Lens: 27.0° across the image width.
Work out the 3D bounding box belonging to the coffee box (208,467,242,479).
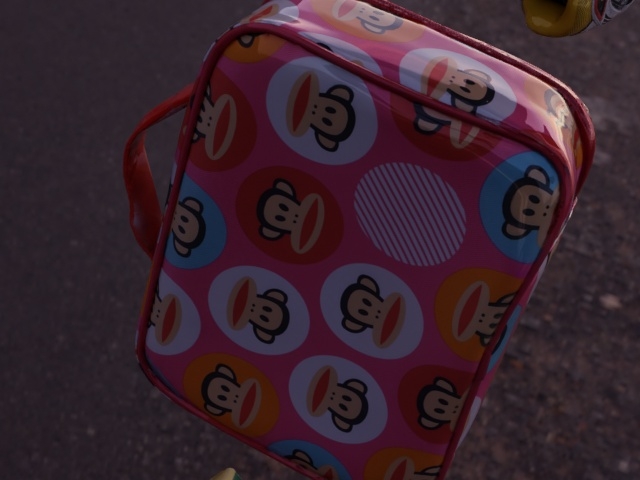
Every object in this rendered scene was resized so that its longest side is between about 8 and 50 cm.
[{"bbox_3d":[-0.061,0.114,0.274,0.040,0.113,0.184,53,6,-2],"label":"coffee box"}]

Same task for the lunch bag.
[{"bbox_3d":[0.000,0.000,0.802,0.258,0.293,0.120,25,35,6],"label":"lunch bag"}]

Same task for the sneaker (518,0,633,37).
[{"bbox_3d":[0.091,-0.201,0.652,0.225,0.088,0.093,54,53,-13],"label":"sneaker"}]
